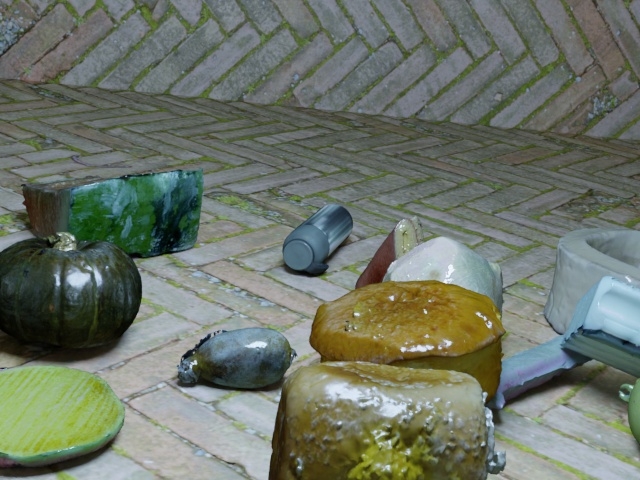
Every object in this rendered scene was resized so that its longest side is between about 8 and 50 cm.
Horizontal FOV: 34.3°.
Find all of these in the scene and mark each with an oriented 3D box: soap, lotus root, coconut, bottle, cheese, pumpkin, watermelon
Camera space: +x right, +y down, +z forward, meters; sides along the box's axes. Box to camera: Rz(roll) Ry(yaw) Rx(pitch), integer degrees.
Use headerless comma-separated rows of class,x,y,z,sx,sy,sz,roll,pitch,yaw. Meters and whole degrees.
soap,0.488,0.150,1.466,0.261,0.094,0.150,23,-14,5
lotus root,-0.113,0.158,1.400,0.165,0.088,0.088,-5,19,-6
coconut,0.190,0.087,1.575,0.194,0.194,0.194,7,18,-2
bottle,0.000,0.000,1.935,0.096,0.079,0.253,48,22,1
cheese,0.553,0.093,1.736,0.292,0.153,0.332,-4,23,-30
pumpkin,-0.359,0.066,1.453,0.223,0.157,0.224,3,7,0
watermelon,-0.362,-0.043,1.848,0.264,0.151,0.302,-10,7,-36

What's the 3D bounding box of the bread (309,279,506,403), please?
bread,0.120,0.139,1.381,0.268,0.146,0.268,-7,20,2

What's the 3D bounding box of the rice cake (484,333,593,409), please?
rice cake,0.301,0.195,1.491,0.081,0.051,0.290,20,24,39

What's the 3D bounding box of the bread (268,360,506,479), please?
bread,0.074,0.232,1.055,0.246,0.196,0.176,4,14,-8

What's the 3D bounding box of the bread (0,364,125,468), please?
bread,-0.343,0.207,1.224,0.228,0.034,0.228,5,17,-2

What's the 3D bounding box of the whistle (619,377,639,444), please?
whistle,0.503,0.239,1.292,0.141,0.141,0.294,-7,20,-37

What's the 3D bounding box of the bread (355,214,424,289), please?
bread,0.122,0.060,1.736,0.067,0.192,0.119,5,54,-25
